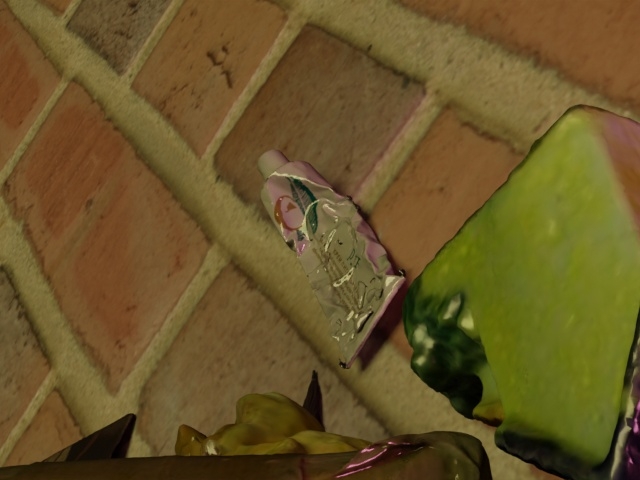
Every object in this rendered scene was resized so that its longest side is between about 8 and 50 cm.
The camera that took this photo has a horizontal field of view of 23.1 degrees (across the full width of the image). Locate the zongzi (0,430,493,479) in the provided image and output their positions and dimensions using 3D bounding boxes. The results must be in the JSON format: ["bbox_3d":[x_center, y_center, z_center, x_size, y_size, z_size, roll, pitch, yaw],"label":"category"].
[{"bbox_3d":[-0.100,0.275,0.684,0.356,0.174,0.393,-4,54,12],"label":"zongzi"}]

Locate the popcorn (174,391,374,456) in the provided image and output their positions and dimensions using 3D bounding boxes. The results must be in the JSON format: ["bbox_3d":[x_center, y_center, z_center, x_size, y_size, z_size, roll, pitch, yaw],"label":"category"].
[{"bbox_3d":[-0.030,0.200,0.931,0.233,0.192,0.266,-43,43,21],"label":"popcorn"}]

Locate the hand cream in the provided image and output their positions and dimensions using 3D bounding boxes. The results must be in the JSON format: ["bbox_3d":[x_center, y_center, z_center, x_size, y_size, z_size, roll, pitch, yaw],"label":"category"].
[{"bbox_3d":[0.003,0.001,1.228,0.084,0.050,0.257,-54,35,13],"label":"hand cream"}]

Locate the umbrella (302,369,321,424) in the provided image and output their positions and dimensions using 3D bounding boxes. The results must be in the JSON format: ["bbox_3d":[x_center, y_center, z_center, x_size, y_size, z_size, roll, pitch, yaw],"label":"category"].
[{"bbox_3d":[-0.006,0.138,1.142,0.122,0.022,0.013,-79,7,-51],"label":"umbrella"}]

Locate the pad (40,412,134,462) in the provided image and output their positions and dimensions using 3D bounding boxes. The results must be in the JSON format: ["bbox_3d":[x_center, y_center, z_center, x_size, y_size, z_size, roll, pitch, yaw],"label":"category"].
[{"bbox_3d":[-0.305,0.282,1.424,0.330,0.004,0.220,-31,23,40],"label":"pad"}]

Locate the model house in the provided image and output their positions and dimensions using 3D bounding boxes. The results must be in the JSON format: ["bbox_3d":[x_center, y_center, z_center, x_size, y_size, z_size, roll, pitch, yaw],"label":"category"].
[{"bbox_3d":[0.164,0.085,0.734,0.170,0.194,0.211,-47,33,29],"label":"model house"}]
